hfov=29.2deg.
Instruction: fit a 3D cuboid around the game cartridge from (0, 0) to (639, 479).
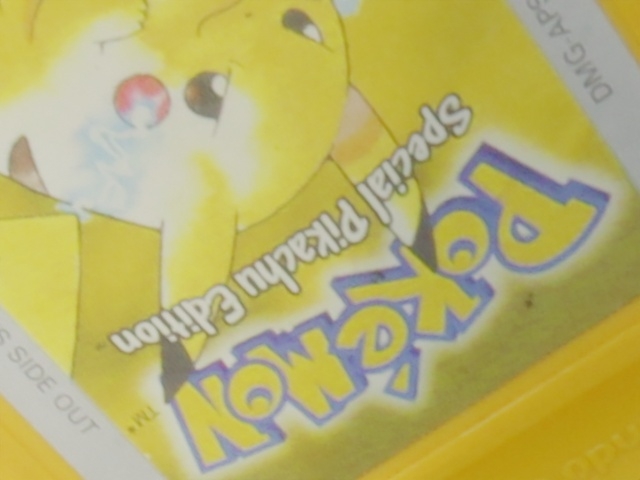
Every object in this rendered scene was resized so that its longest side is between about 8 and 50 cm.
[{"bbox_3d":[0.000,0.000,0.372,0.285,0.053,0.324,-35,107,12],"label":"game cartridge"}]
